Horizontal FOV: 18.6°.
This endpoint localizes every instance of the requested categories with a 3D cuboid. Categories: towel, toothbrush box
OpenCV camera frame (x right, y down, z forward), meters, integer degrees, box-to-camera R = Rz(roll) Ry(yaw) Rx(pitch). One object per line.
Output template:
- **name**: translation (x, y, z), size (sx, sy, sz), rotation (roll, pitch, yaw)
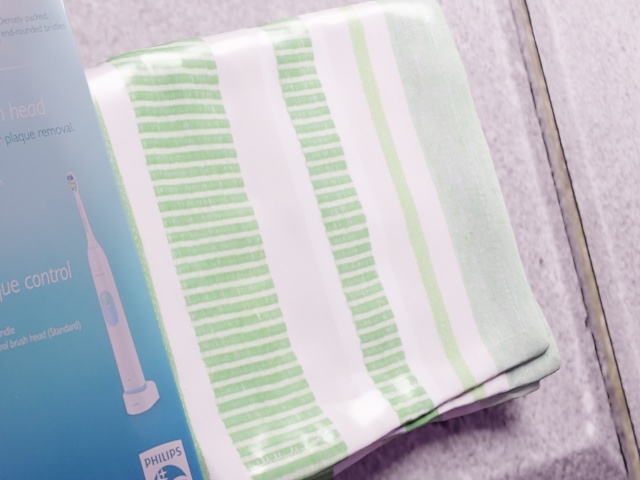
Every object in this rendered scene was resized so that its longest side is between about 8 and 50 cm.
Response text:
- **towel**: translation (0.000, 0.000, 1.051), size (0.325, 0.038, 0.247), rotation (-18, 90, -48)
- **toothbrush box**: translation (-0.189, -0.005, 0.718), size (0.126, 0.216, 0.295), rotation (-14, 89, -48)
